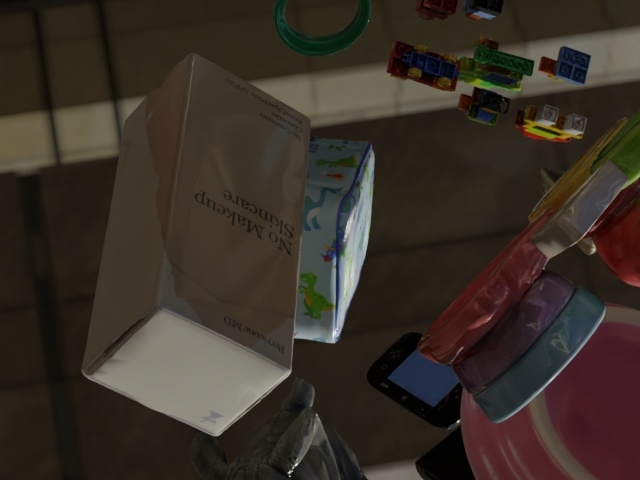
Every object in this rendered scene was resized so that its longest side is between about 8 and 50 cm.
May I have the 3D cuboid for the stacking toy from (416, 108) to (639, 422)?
[{"bbox_3d":[0.236,0.008,1.491,0.130,0.309,0.279,43,-32,0],"label":"stacking toy"}]

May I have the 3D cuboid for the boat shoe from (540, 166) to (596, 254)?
[{"bbox_3d":[0.301,-0.040,2.279,0.048,0.056,0.153,-66,-147,22],"label":"boat shoe"}]

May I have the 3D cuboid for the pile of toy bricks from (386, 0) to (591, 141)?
[{"bbox_3d":[0.161,-0.170,1.873,0.105,0.212,0.118,164,-58,-71],"label":"pile of toy bricks"}]

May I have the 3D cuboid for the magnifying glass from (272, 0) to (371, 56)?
[{"bbox_3d":[0.015,-0.266,1.730,0.026,0.092,0.231,-99,-161,-45],"label":"magnifying glass"}]

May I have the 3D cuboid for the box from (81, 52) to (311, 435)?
[{"bbox_3d":[-0.104,0.000,1.670,0.121,0.148,0.311,-42,-148,37],"label":"box"}]

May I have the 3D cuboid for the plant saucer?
[{"bbox_3d":[0.310,0.192,1.926,0.084,0.332,0.332,119,-35,-51],"label":"plant saucer"}]

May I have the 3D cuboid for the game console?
[{"bbox_3d":[0.180,0.225,2.522,0.361,0.213,0.044,29,-30,52],"label":"game console"}]

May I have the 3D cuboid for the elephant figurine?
[{"bbox_3d":[-0.042,0.232,1.763,0.186,0.169,0.239,40,2,22],"label":"elephant figurine"}]

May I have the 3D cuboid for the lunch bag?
[{"bbox_3d":[0.000,0.000,1.971,0.219,0.090,0.176,-67,160,-64],"label":"lunch bag"}]
